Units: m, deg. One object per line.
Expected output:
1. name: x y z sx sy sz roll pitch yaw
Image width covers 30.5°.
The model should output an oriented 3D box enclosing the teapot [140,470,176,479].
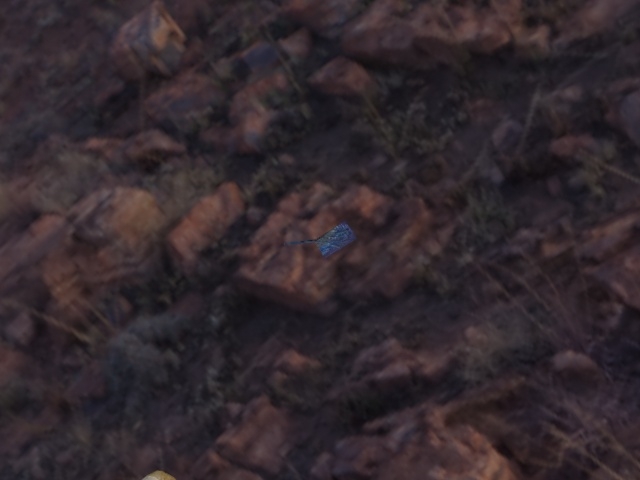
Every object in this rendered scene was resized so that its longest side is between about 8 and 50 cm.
1. teapot: -0.209 0.346 1.035 0.203 0.167 0.311 29 98 16

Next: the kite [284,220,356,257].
1. kite: -0.001 0.004 1.108 0.078 0.002 0.044 -20 37 18
